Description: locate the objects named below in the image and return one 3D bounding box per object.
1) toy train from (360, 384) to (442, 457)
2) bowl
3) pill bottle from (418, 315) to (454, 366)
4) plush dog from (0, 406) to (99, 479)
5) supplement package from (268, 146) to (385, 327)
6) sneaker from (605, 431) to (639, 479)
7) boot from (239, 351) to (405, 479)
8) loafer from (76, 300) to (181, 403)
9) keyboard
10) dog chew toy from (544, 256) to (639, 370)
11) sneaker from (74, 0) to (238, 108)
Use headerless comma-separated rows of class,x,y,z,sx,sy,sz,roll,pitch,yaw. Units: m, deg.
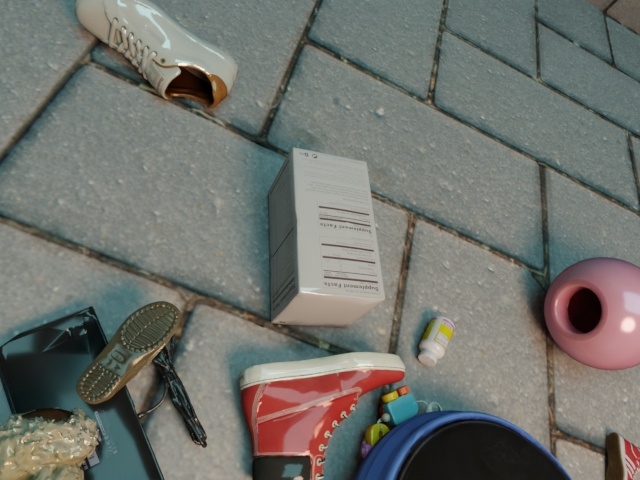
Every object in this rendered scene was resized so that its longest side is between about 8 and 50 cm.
toy train,0.116,0.302,0.731,0.125,0.046,0.166,36,54,-10
bowl,0.214,0.412,0.629,0.391,0.077,0.391,14,55,-21
pill bottle,0.194,0.170,0.841,0.043,0.043,0.083,38,54,-1
plush dog,-0.251,0.305,0.447,0.225,0.262,0.211,18,96,3
supplement package,0.000,0.000,0.788,0.134,0.139,0.244,7,61,-21
sneaker,0.541,0.406,0.872,0.067,0.042,0.118,29,52,-4
boot,0.019,0.252,0.688,0.244,0.088,0.176,-5,65,-19
loafer,-0.234,0.135,0.610,0.056,0.050,0.148,43,61,2
keyboard,-0.244,0.227,0.609,0.201,0.033,0.317,-22,74,-27
dog chew toy,0.593,0.145,0.958,0.332,0.206,0.207,9,59,-29
sneaker,-0.290,-0.326,0.855,0.290,0.106,0.123,23,53,-14
